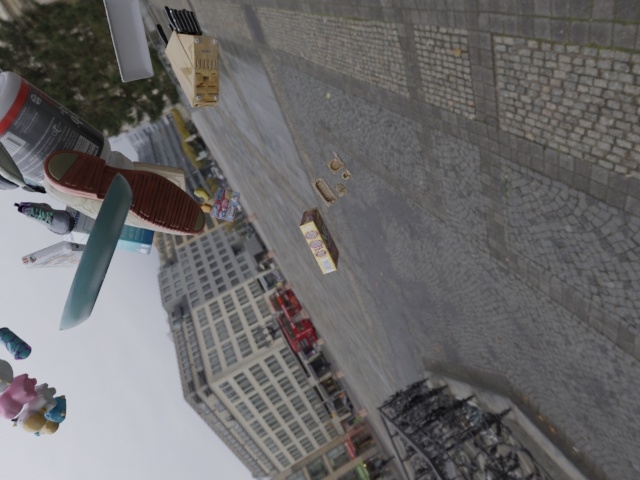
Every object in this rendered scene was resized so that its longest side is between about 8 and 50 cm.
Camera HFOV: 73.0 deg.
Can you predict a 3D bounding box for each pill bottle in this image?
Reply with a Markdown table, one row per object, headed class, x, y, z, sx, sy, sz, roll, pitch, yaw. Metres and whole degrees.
| class | x | y | z | sx | sy | sz | roll | pitch | yaw |
| --- | --- | --- | --- | --- | --- | --- | --- | --- | --- |
| pill bottle | -0.701 | -0.244 | 1.142 | 0.363 | 0.210 | 0.210 | 41 | -168 | -52 |

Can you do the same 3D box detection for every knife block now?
| class | x | y | z | sx | sy | sz | roll | pitch | yaw |
| --- | --- | --- | --- | --- | --- | --- | --- | --- | --- |
| knife block | -0.422 | -0.573 | 1.350 | 0.242 | 0.088 | 0.275 | 25 | 121 | 37 |

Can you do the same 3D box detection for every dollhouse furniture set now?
| class | x | y | z | sx | sy | sz | roll | pitch | yaw |
| --- | --- | --- | --- | --- | --- | --- | --- | --- | --- |
| dollhouse furniture set | 0.043 | -0.230 | 1.638 | 0.144 | 0.151 | 0.123 | 54 | -171 | 2 |

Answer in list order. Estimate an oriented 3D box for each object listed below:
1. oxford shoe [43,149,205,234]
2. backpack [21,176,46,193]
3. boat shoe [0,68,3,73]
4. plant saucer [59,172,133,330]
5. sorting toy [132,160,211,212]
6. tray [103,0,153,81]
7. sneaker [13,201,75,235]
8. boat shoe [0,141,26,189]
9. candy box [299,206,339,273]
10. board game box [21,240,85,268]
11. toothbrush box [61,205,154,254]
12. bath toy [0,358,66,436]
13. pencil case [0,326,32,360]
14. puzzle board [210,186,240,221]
| class | x | y | z | sx | sy | sz | roll | pitch | yaw |
| --- | --- | --- | --- | --- | --- | --- | --- | --- | --- |
| oxford shoe | -0.501 | -0.103 | 1.132 | 0.146 | 0.397 | 0.140 | -34 | 40 | 48 |
| backpack | -0.872 | -0.250 | 1.313 | 0.152 | 0.182 | 0.115 | 36 | -156 | 27 |
| boat shoe | -0.988 | -0.496 | 1.207 | 0.367 | 0.157 | 0.135 | -175 | 91 | -76 |
| plant saucer | -0.428 | 0.023 | 0.845 | 0.044 | 0.317 | 0.317 | 20 | -170 | -23 |
| sorting toy | -0.596 | -0.190 | 1.732 | 0.041 | 0.307 | 0.229 | -86 | 6 | -48 |
| tray | -0.681 | -0.713 | 1.530 | 0.030 | 0.145 | 0.270 | 15 | 123 | 26 |
| sneaker | -0.894 | -0.073 | 1.396 | 0.224 | 0.083 | 0.098 | 17 | -179 | 29 |
| boat shoe | -0.538 | -0.118 | 0.691 | 0.254 | 0.079 | 0.095 | 22 | 139 | 51 |
| candy box | 0.000 | 0.000 | 1.379 | 0.186 | 0.053 | 0.109 | 62 | -162 | -24 |
| board game box | -1.019 | 0.057 | 1.762 | 0.305 | 0.193 | 0.053 | 56 | -167 | -87 |
| toothbrush box | -0.751 | -0.088 | 1.571 | 0.126 | 0.296 | 0.216 | 141 | 137 | -58 |
| bath toy | -0.969 | 0.509 | 1.373 | 0.348 | 0.129 | 0.151 | 72 | 172 | -45 |
| pencil case | -1.198 | 0.401 | 1.677 | 0.152 | 0.070 | 0.064 | 30 | 161 | 18 |
| puzzle board | -0.402 | -0.152 | 1.835 | 0.011 | 0.096 | 0.128 | -175 | 100 | -79 |
